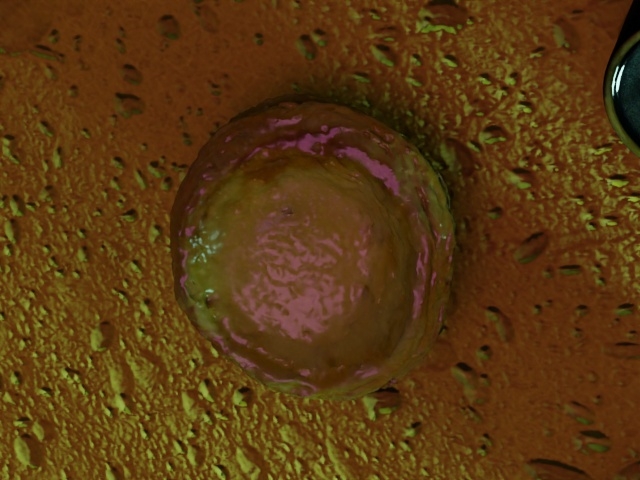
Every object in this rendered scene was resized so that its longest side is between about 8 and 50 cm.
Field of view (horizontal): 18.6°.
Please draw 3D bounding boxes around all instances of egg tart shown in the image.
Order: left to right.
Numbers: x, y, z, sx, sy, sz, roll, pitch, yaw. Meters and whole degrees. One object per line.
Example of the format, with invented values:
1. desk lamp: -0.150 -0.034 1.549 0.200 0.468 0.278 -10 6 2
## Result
1. egg tart: 0.000 0.000 1.796 0.294 0.123 0.294 7 113 15

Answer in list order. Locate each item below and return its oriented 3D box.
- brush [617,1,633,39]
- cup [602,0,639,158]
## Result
1. brush: 0.316 -0.267 1.626 0.103 0.013 0.272 29 118 10
2. cup: 0.349 -0.173 1.531 0.239 0.177 0.166 -21 120 34
